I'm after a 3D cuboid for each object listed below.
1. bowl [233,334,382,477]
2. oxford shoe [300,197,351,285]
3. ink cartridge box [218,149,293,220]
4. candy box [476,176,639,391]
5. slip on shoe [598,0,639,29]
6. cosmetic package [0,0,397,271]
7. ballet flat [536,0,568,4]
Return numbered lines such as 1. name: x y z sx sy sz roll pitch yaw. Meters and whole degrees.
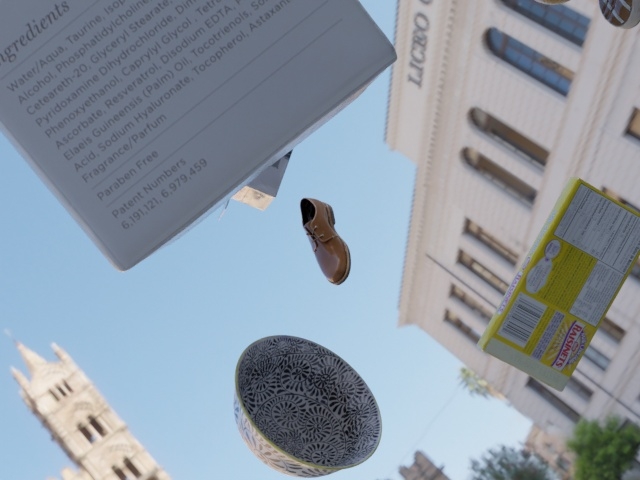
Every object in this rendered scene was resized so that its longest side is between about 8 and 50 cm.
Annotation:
1. bowl: -0.027 0.188 0.868 0.170 0.170 0.080 -15 -34 -49
2. oxford shoe: 0.000 0.000 1.661 0.076 0.212 0.076 -39 -40 22
3. ink cartridge box: -0.079 -0.107 1.132 0.104 0.060 0.180 146 144 -75
4. candy box: 0.259 0.047 0.871 0.205 0.105 0.027 -61 13 3
5. slip on shoe: 0.274 -0.238 0.746 0.041 0.135 0.051 7 -46 -11
6. cosmetic package: -0.180 -0.228 0.864 0.327 0.393 0.329 -38 6 1
7. ballet flat: 0.148 -0.262 0.597 0.080 0.073 0.232 -31 -57 9
